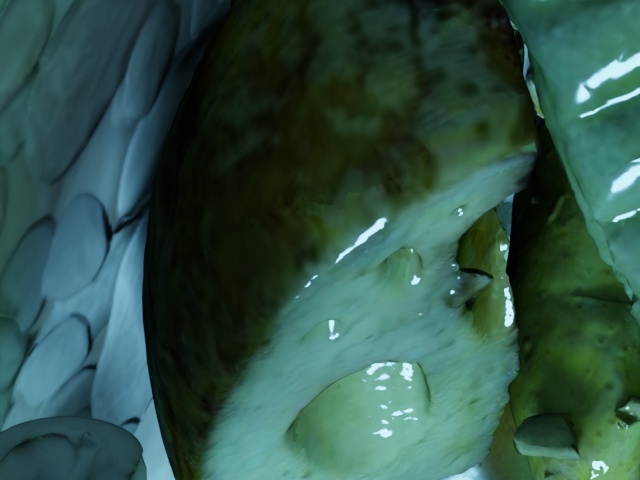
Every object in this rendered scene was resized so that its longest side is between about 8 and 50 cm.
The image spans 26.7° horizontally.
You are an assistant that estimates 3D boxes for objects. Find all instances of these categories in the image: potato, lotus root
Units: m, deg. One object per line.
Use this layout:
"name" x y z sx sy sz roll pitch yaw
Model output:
"potato" 0.128 0.019 0.614 0.117 0.090 0.225 74 25 -52
"lotus root" -0.005 0.003 0.536 0.314 0.142 0.210 85 -8 -47

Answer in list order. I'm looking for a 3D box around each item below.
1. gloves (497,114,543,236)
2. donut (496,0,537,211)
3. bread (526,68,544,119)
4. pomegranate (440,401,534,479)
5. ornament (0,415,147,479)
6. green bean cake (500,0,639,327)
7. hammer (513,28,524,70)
"gloves" 0.090 -0.018 0.825 0.119 0.097 0.229 -22 151 -9
"donut" 0.063 -0.097 0.631 0.065 0.108 0.166 -33 144 -29
"bread" 0.225 -0.123 1.158 0.119 0.084 0.177 -60 165 -23
"pomegranate" 0.062 0.099 0.764 0.205 0.159 0.159 -28 -173 33
"ornament" -0.085 0.122 0.344 0.177 0.177 0.177 -57 159 -35
"green bean cake" 0.155 -0.083 0.490 0.222 0.125 0.227 -45 115 -56
"hammer" 0.082 -0.137 0.761 0.297 0.027 0.125 39 57 -69
